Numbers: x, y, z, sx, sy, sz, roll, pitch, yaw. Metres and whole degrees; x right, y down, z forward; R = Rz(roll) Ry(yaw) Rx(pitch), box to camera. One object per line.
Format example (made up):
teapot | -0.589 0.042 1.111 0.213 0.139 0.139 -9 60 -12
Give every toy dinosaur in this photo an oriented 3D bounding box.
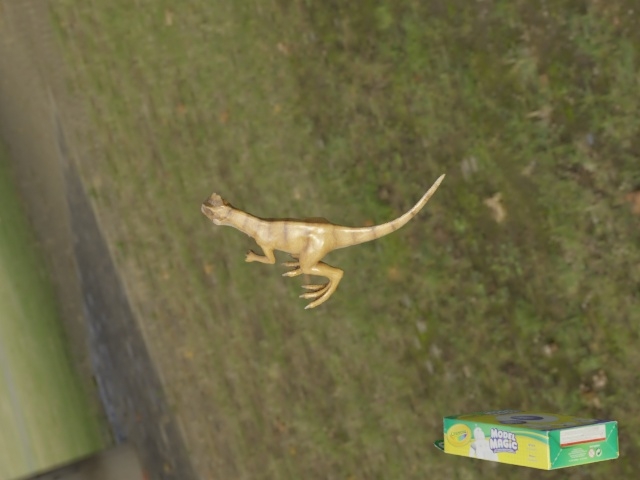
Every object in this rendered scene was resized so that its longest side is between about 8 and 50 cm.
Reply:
toy dinosaur | 0.000 0.000 1.046 0.112 0.211 0.064 89 -178 -48

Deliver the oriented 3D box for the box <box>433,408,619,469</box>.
box | 0.210 0.204 1.258 0.179 0.105 0.043 -7 85 54
